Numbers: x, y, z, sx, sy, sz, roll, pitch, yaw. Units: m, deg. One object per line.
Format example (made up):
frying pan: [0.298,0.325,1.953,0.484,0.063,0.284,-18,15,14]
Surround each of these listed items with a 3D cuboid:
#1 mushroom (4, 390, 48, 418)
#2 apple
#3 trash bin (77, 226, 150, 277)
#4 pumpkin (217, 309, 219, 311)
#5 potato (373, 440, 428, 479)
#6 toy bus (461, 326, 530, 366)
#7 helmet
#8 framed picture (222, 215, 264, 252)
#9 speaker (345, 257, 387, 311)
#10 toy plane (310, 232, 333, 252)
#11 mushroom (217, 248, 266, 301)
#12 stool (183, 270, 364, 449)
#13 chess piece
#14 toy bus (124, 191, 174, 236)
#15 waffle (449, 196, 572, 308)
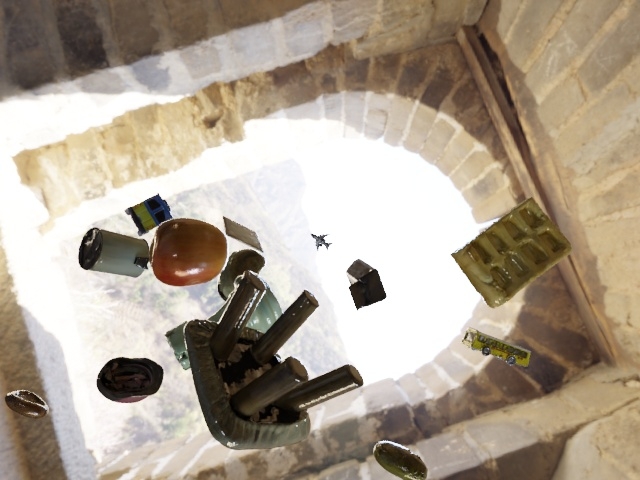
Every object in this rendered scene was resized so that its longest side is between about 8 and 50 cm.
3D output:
mushroom: [-0.867,0.485,1.262,0.052,0.123,0.123,-62,163,-21]
apple: [-0.436,0.044,1.421,0.242,0.241,0.241,-17,-109,61]
trash bin: [-1.044,0.065,2.171,0.263,0.277,0.217,21,84,-54]
pumpkin: [-0.460,0.445,2.267,0.110,0.218,0.217,-26,101,-65]
potato: [0.342,0.951,1.845,0.149,0.251,0.113,-5,120,-64]
toy bus: [0.601,0.369,1.460,0.081,0.226,0.074,-173,-76,-80]
helmet: [-0.811,0.603,1.809,0.154,0.254,0.198,-58,-161,33]
framed picture: [-0.324,-0.029,1.770,0.173,0.010,0.231,28,11,-24]
speaker: [0.207,0.229,2.263,0.388,0.184,0.180,-144,-147,-78]
toy plane: [0.000,0.000,1.440,0.083,0.078,0.031,33,16,-2]
mushroom: [-0.378,0.164,2.123,0.344,0.248,0.130,-59,178,-43]
stool: [-0.100,0.259,0.939,0.310,0.226,0.310,29,24,-53]
chess piece: [-0.275,0.235,1.208,0.194,0.299,0.194,41,-32,34]
toy bus: [-0.774,-0.117,1.943,0.138,0.175,0.288,63,-18,-12]
waffle: [0.462,0.024,1.022,0.168,0.274,0.057,55,-18,10]
